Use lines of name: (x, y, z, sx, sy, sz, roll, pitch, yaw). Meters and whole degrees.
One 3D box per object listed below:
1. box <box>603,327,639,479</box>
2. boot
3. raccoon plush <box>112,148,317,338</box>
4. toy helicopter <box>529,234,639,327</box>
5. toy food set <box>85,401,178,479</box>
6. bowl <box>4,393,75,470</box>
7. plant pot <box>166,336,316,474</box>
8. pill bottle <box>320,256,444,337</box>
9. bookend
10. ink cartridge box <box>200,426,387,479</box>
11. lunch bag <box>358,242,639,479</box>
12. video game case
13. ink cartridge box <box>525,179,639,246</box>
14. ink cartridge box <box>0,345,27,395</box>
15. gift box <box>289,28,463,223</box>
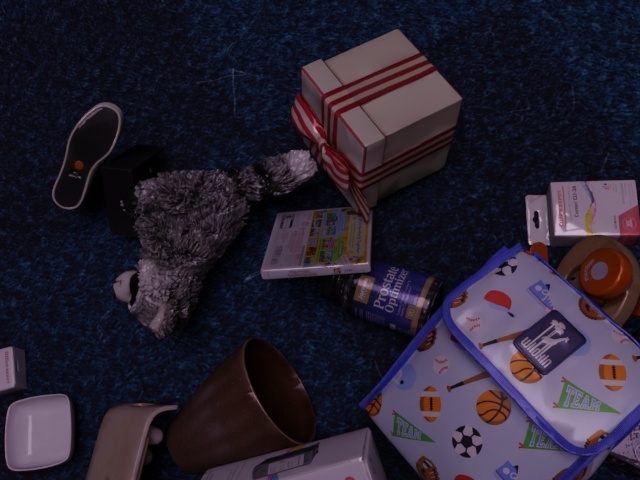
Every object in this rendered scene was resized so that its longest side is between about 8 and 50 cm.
box: (0.584, 0.285, 1.153, 0.163, 0.142, 0.247, 24, 77, 17)
boot: (-0.498, -0.197, 1.485, 0.088, 0.176, 0.244, 28, 102, -14)
raccoon plush: (-0.203, 0.013, 1.322, 0.446, 0.216, 0.299, -18, 78, 18)
toy helicopter: (0.426, 0.150, 1.214, 0.355, 0.140, 0.235, -63, 28, 9)
toy food set: (-0.351, 0.450, 1.249, 0.219, 0.092, 0.306, -14, 59, 52)
bowl: (-0.556, 0.387, 1.366, 0.142, 0.053, 0.142, -10, 69, 6)
plant pot: (-0.163, 0.328, 1.252, 0.230, 0.215, 0.215, -33, 68, 14)
pill bottle: (0.117, 0.101, 1.309, 0.219, 0.123, 0.123, 17, 75, 17)
bookend: (-0.402, -0.111, 1.492, 0.072, 0.156, 0.157, 6, 116, 12)
ink cartridge box: (-0.032, 0.465, 1.116, 0.306, 0.131, 0.226, -18, 97, 9)
lunch bag: (0.305, 0.242, 1.083, 0.385, 0.239, 0.328, -51, 61, 17)
video game case: (0.000, 0.000, 1.347, 0.206, 0.026, 0.227, -4, 30, 9)
ink cartridge box: (0.507, -0.052, 1.324, 0.198, 0.067, 0.115, -2, 71, 10)
ink cartridge box: (-0.685, 0.282, 1.425, 0.122, 0.052, 0.088, -16, 69, 6)
gift box: (0.104, -0.212, 1.355, 0.258, 0.276, 0.255, -27, 58, -16)
